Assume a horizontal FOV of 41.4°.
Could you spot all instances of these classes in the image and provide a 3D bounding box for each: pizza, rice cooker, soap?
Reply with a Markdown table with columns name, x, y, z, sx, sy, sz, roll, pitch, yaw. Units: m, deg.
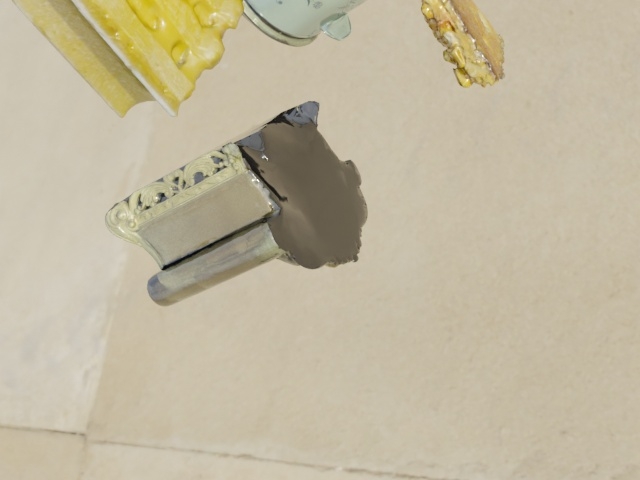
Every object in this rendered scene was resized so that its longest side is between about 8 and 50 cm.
| name | x | y | z | sx | sy | sz | roll | pitch | yaw |
| --- | --- | --- | --- | --- | --- | --- | --- | --- | --- |
| pizza | 0.126 | -0.187 | 0.768 | 0.041 | 0.178 | 0.131 | -31 | 73 | 26 |
| rice cooker | -0.026 | -0.475 | 1.393 | 0.316 | 0.316 | 0.264 | -14 | 29 | 34 |
| soap | -0.247 | -0.363 | 1.074 | 0.156 | 0.335 | 0.293 | 4 | 60 | 34 |

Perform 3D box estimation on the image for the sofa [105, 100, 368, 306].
| name | x | y | z | sx | sy | sz | roll | pitch | yaw |
| --- | --- | --- | --- | --- | --- | --- | --- | --- | --- |
| sofa | -0.080 | -0.024 | 0.967 | 0.200 | 0.258 | 0.182 | -22 | 101 | 27 |

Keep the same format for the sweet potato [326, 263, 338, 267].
| name | x | y | z | sx | sy | sz | roll | pitch | yaw |
| --- | --- | --- | --- | --- | --- | --- | --- | --- | --- |
| sweet potato | 0.000 | -0.002 | 1.330 | 0.075 | 0.075 | 0.269 | -64 | 10 | 1 |
